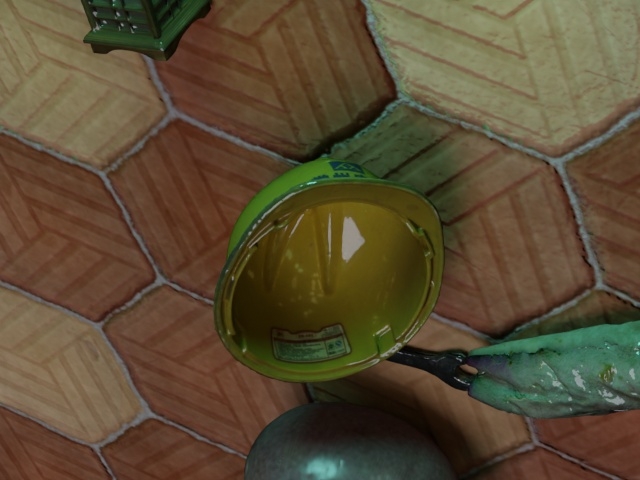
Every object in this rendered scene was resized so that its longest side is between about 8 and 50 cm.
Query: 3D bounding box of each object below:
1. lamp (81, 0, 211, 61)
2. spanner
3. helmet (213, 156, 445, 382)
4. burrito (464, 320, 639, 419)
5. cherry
[{"bbox_3d":[-0.181,-0.304,1.337,0.089,0.090,0.325,10,135,27],"label":"lamp"},{"bbox_3d":[0.044,0.108,1.674,0.254,0.015,0.054,13,135,22],"label":"spanner"},{"bbox_3d":[0.000,0.000,1.493,0.205,0.140,0.257,3,131,-16],"label":"helmet"},{"bbox_3d":[0.267,0.119,1.497,0.309,0.066,0.096,-11,119,40],"label":"burrito"},{"bbox_3d":[0.039,0.271,1.717,0.239,0.206,0.239,-6,128,-8],"label":"cherry"}]
